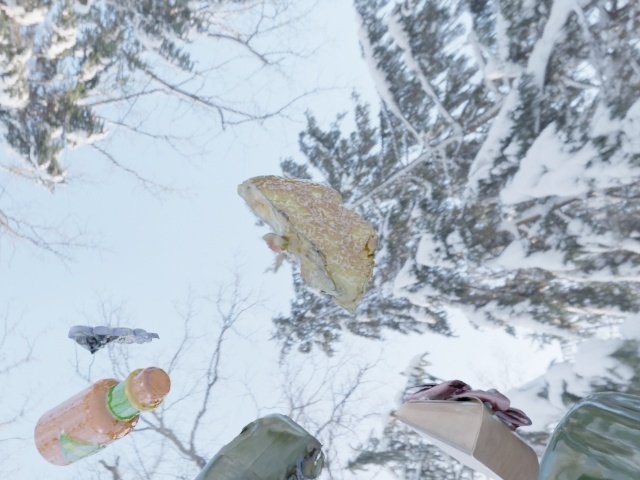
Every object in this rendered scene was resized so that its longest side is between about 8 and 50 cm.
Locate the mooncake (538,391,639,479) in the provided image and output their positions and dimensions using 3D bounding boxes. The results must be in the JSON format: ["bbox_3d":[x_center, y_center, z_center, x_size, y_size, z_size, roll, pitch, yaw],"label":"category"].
[{"bbox_3d":[0.401,0.370,0.825,0.351,0.187,0.351,-6,-81,-39],"label":"mooncake"}]

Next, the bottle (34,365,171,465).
[{"bbox_3d":[-0.226,0.180,0.693,0.069,0.187,0.069,35,-143,-32],"label":"bottle"}]

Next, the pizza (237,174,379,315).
[{"bbox_3d":[0.000,0.000,1.015,0.189,0.071,0.297,-6,-139,-39],"label":"pizza"}]

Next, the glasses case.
[{"bbox_3d":[0.146,0.178,0.641,0.193,0.102,0.070,44,-111,-47],"label":"glasses case"}]

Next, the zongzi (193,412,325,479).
[{"bbox_3d":[-0.124,0.503,1.115,0.174,0.393,0.356,26,-126,28],"label":"zongzi"}]

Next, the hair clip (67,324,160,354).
[{"bbox_3d":[-0.384,0.189,1.238,0.124,0.195,0.052,-1,-100,18],"label":"hair clip"}]
